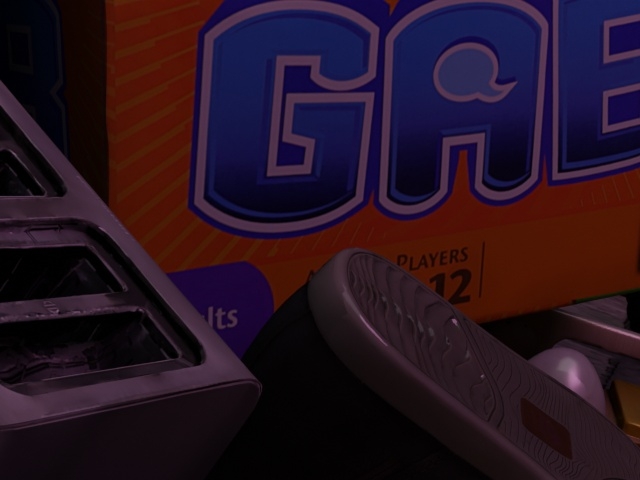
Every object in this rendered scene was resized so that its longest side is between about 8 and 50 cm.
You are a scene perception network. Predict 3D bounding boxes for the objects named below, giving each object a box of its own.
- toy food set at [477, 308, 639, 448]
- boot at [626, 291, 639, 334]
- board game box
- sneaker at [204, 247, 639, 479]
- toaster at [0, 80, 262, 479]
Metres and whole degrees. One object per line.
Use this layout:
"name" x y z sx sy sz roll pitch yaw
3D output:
"toy food set" 0.156 0.090 0.745 0.219 0.092 0.306 17 12 3
"boot" 0.346 0.075 1.064 0.207 0.094 0.246 9 21 -18
"board game box" -0.026 -0.171 0.806 0.356 0.356 0.356 -9 19 -31
"sneaker" 0.049 0.108 0.566 0.222 0.118 0.083 41 26 -13
"toaster" -0.134 0.028 0.479 0.168 0.110 0.185 47 24 22
